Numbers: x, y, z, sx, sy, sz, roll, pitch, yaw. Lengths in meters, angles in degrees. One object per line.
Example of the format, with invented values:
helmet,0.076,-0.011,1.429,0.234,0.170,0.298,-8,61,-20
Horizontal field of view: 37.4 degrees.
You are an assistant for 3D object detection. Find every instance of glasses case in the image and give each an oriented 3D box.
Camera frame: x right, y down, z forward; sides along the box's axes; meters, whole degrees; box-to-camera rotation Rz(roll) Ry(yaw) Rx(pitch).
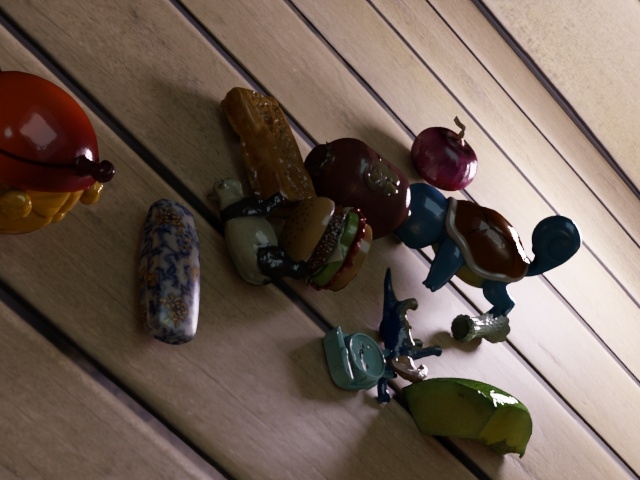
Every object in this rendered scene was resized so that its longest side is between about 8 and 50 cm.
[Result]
glasses case,-0.225,0.042,1.413,0.087,0.065,0.248,27,41,-35

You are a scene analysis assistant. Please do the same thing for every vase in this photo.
vase,0.346,0.191,2.071,0.148,0.081,0.081,2,58,-50

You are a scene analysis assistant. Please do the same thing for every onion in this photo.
onion,0.308,-0.203,2.337,0.177,0.153,0.177,37,43,-44

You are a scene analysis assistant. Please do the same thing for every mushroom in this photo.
mushroom,0.162,0.234,1.723,0.101,0.019,0.049,19,46,-43

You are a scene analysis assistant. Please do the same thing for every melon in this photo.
melon,0.313,0.341,1.834,0.323,0.196,0.124,26,75,-51

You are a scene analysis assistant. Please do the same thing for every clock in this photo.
clock,0.074,0.213,1.682,0.147,0.045,0.108,16,50,-42

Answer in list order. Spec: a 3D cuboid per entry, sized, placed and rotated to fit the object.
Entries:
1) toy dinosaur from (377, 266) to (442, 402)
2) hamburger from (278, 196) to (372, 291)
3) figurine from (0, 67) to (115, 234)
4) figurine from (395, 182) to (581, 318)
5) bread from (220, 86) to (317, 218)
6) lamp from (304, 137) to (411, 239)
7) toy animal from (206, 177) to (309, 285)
toy dinosaur,0.127,0.175,1.790,0.188,0.075,0.248,-8,71,-46
hamburger,-0.001,0.001,1.691,0.137,0.175,0.175,30,37,-18
figurine,-0.412,-0.142,1.201,0.323,0.196,0.320,47,23,7
figurine,0.343,0.024,2.071,0.416,0.243,0.298,13,37,5
bread,-0.103,-0.165,1.781,0.139,0.077,0.271,6,54,-48
lamp,0.073,-0.093,1.873,0.258,0.180,0.180,35,36,-32
toy animal,-0.117,-0.019,1.612,0.121,0.094,0.225,1,60,-44
